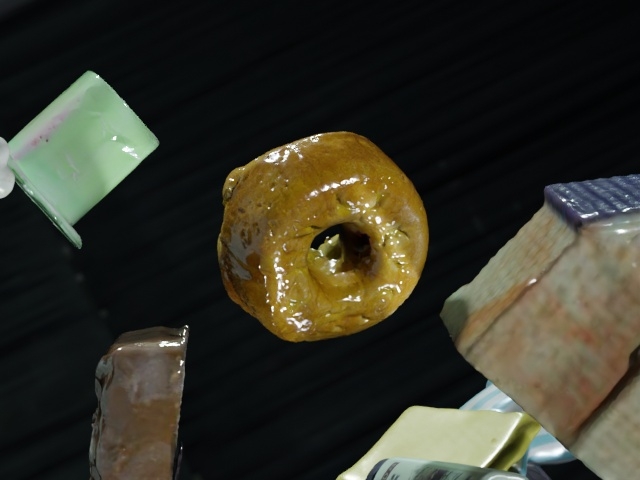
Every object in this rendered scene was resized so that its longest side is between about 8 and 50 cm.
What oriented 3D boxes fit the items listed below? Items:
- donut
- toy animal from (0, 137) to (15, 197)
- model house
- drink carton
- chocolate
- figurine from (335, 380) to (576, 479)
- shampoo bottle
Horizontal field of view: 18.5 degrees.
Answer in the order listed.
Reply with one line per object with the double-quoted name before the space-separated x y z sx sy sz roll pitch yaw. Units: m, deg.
"donut" 0.002 -0.002 2.003 0.114 0.227 0.226 48 -19 53
"toy animal" -0.340 -0.017 1.431 0.180 0.181 0.363 29 4 -7
"model house" 0.325 0.083 1.933 0.312 0.280 0.245 41 5 -7
"drink carton" -0.256 -0.092 2.077 0.144 0.142 0.146 50 -8 -16
"chocolate" -0.184 0.187 1.976 0.148 0.093 0.214 -139 -126 -81
"figurine" 0.257 0.360 2.440 0.377 0.361 0.266 60 -15 -23
"shampoo bottle" 0.120 0.293 2.011 0.359 0.078 0.134 167 -67 -74
